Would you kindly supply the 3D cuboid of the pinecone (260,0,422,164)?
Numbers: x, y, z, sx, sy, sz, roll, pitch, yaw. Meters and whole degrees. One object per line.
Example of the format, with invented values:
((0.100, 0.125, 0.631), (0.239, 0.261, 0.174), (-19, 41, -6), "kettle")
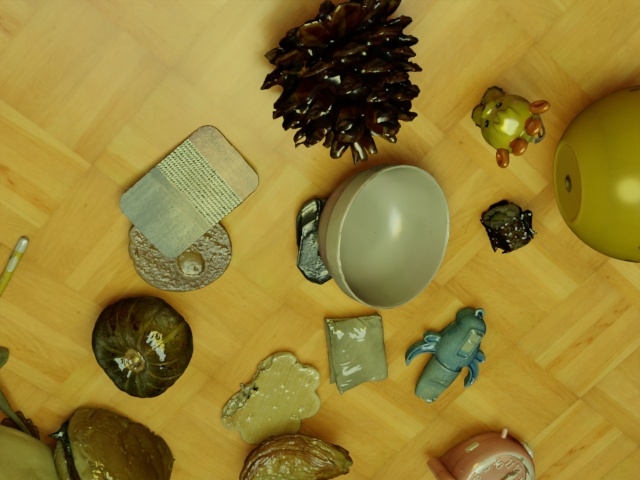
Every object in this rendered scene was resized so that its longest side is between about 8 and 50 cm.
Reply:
((0.046, -0.281, 1.441), (0.298, 0.242, 0.296), (-19, 115, -5), "pinecone")

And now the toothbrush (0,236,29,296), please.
((-0.666, 0.111, 1.658), (0.021, 0.024, 0.288), (27, 109, -17), "toothbrush")

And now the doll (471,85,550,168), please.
((0.363, -0.217, 1.530), (0.135, 0.221, 0.143), (31, 105, -16), "doll")

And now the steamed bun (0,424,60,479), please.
((-0.698, 0.596, 1.690), (0.290, 0.371, 0.456), (-40, 118, 15), "steamed bun")

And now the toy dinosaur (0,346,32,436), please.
((-0.723, 0.322, 1.738), (0.251, 0.072, 0.200), (16, 119, -22), "toy dinosaur")

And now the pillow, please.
((0.079, 0.243, 1.792), (0.134, 0.078, 0.181), (-10, 114, -6), "pillow")

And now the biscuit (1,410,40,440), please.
((-0.673, 0.425, 1.814), (0.092, 0.016, 0.082), (29, 105, -18), "biscuit")

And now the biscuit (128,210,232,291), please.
((-0.286, 0.017, 1.649), (0.208, 0.049, 0.181), (-4, 115, -8), "biscuit")

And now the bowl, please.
((0.106, -0.018, 1.598), (0.287, 0.144, 0.287), (-10, 107, -36), "bowl")

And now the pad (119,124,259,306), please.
((-0.203, -0.033, 1.581), (0.250, 0.055, 0.323), (-41, 86, 0), "pad")

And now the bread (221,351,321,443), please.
((-0.102, 0.370, 1.850), (0.182, 0.039, 0.251), (34, 107, -21), "bread")

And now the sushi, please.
((0.394, -0.030, 1.691), (0.098, 0.094, 0.084), (-24, 118, 4), "sushi")

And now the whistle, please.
((0.297, 0.259, 1.828), (0.180, 0.093, 0.269), (23, 117, -17), "whistle")

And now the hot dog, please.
((-0.058, 0.508, 1.857), (0.259, 0.114, 0.175), (-20, 146, 11), "hot dog")

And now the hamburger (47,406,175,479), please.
((-0.455, 0.507, 1.778), (0.132, 0.211, 0.309), (-41, 115, 17), "hamburger")

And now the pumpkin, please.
((-0.365, 0.210, 1.682), (0.219, 0.162, 0.219), (7, 112, 18), "pumpkin")

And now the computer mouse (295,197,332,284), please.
((0.000, 0.000, 1.673), (0.106, 0.062, 0.192), (-2, 110, -7), "computer mouse")

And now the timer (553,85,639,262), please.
((0.658, -0.127, 1.541), (0.387, 0.376, 0.376), (-4, 116, 0), "timer")

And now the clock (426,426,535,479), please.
((0.407, 0.566, 1.967), (0.241, 0.142, 0.227), (-33, 116, -2), "clock")
